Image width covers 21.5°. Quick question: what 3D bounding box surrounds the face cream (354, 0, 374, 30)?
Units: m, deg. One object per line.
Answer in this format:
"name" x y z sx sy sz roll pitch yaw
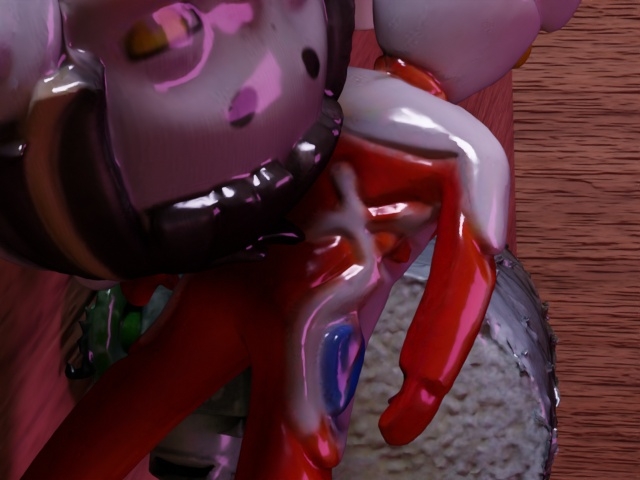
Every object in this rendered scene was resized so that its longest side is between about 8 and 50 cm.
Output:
"face cream" 0.033 -0.324 1.332 0.173 0.081 0.348 -70 158 -44

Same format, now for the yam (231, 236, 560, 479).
"yam" 0.062 0.101 1.232 0.348 0.241 0.241 -40 131 -76

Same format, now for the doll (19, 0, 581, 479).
"doll" 0.000 0.000 0.738 0.099 0.188 0.384 34 84 -53

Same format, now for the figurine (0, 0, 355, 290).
"figurine" -0.094 -0.138 0.616 0.281 0.167 0.370 -39 124 -41

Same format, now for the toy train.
"toy train" -0.044 0.006 0.901 0.188 0.132 0.243 1 94 -78
